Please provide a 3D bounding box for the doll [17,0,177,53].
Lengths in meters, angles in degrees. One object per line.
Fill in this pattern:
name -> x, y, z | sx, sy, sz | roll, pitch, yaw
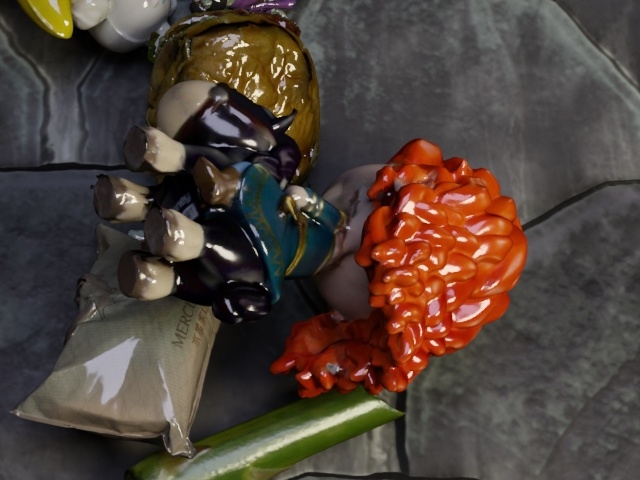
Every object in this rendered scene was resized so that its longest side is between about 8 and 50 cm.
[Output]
doll -> -0.222, -0.275, 1.923 | 0.237, 0.111, 0.252 | 11, 45, -44

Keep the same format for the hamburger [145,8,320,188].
hamburger -> -0.085, -0.137, 1.846 | 0.183, 0.130, 0.206 | 0, 86, -23

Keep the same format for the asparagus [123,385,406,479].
asparagus -> -0.053, 0.194, 1.734 | 0.278, 0.060, 0.067 | -23, 56, -19

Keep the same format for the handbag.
handbag -> -0.177, 0.088, 1.742 | 0.183, 0.117, 0.270 | 8, 50, 8

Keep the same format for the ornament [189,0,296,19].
ornament -> -0.059, -0.282, 1.941 | 0.088, 0.081, 0.203 | 42, 43, 17

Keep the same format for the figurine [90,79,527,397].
figurine -> -0.010, -0.006, 1.708 | 0.412, 0.241, 0.306 | 23, 25, -9
